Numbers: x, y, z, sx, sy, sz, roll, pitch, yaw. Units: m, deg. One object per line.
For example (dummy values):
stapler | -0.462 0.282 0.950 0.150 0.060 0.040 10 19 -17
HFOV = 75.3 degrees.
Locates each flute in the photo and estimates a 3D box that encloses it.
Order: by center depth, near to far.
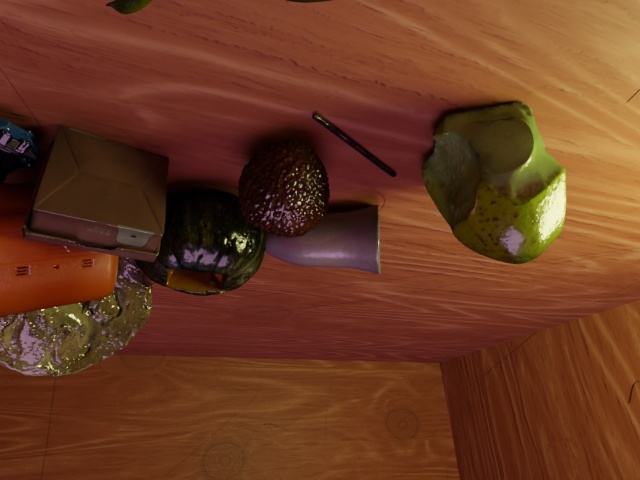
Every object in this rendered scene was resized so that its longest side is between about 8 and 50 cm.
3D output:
flute | 0.076 -0.186 0.837 0.014 0.014 0.269 -24 146 36

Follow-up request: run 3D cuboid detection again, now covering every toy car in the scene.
toy car | -0.598 -0.162 0.752 0.216 0.063 0.103 -10 155 30

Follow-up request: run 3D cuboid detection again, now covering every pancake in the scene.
pancake | -0.577 0.128 0.939 0.082 0.387 0.386 18 174 45

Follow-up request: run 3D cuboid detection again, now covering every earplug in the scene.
earplug | 0.000 0.000 1.056 0.300 0.173 0.172 -1 154 10

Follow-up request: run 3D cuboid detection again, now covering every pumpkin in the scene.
pumpkin | -0.286 0.013 0.990 0.320 0.193 0.320 1 151 1

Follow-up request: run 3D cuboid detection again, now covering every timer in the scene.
timer | -0.542 0.027 0.824 0.257 0.250 0.161 -8 -152 -43

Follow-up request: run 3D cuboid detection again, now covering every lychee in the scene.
lychee | -0.069 -0.098 0.816 0.194 0.195 0.194 -3 153 -1

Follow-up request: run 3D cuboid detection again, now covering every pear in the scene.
pear | 0.317 -0.077 0.789 0.176 0.282 0.286 -11 153 -2

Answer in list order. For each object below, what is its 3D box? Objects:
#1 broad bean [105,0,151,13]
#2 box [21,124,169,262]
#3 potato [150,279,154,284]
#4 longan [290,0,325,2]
broad bean | -0.146 -0.346 0.461 0.297 0.043 0.060 -20 159 27
box | -0.395 -0.084 0.764 0.215 0.215 0.086 14 139 -30
potato | -0.557 0.063 1.109 0.176 0.141 0.298 -29 145 16
longan | -0.040 -0.330 0.261 0.350 0.289 0.288 26 142 -31
